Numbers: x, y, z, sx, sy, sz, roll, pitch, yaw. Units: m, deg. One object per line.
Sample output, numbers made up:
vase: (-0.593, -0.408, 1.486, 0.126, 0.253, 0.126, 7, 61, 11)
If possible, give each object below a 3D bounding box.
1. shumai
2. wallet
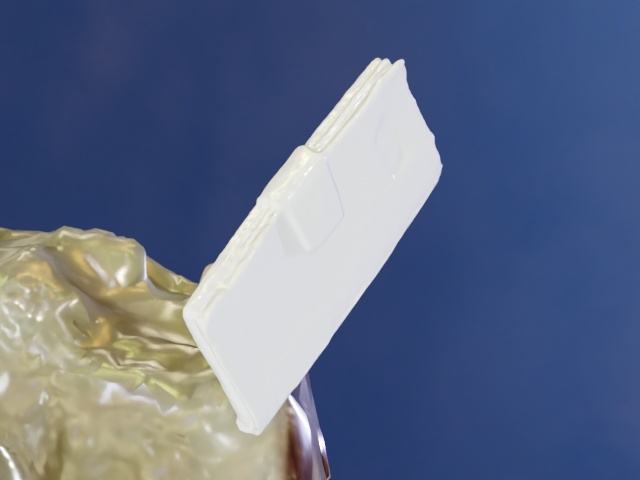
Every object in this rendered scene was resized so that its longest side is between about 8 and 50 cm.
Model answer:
shumai: (-0.124, 0.115, 0.641, 0.217, 0.283, 0.346, 62, -165, -68)
wallet: (0.000, 0.000, 0.389, 0.083, 0.011, 0.044, -54, -38, -27)
